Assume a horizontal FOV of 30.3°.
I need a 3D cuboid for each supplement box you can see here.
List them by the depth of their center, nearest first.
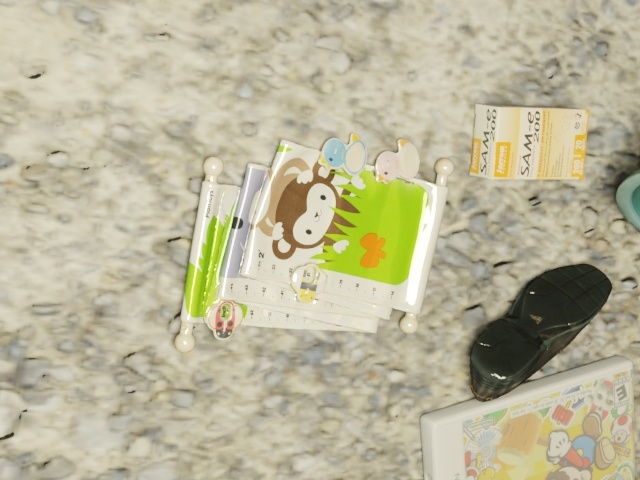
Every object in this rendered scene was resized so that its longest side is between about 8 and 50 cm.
[{"bbox_3d":[0.178,-0.083,1.001,0.098,0.036,0.062,-2,101,-28],"label":"supplement box"}]

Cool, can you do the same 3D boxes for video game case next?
[{"bbox_3d":[0.197,0.229,1.085,0.227,0.026,0.206,-13,107,-26],"label":"video game case"}]

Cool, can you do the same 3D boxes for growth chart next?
[{"bbox_3d":[0.000,0.000,0.931,0.237,0.021,0.171,1,99,-30],"label":"growth chart"}]

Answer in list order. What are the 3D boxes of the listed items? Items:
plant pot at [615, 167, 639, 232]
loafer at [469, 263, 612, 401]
[{"bbox_3d":[0.472,-0.133,1.005,0.341,0.341,0.334,30,77,-30],"label":"plant pot"},{"bbox_3d":[0.189,0.079,1.039,0.170,0.062,0.061,-32,153,-27],"label":"loafer"}]
